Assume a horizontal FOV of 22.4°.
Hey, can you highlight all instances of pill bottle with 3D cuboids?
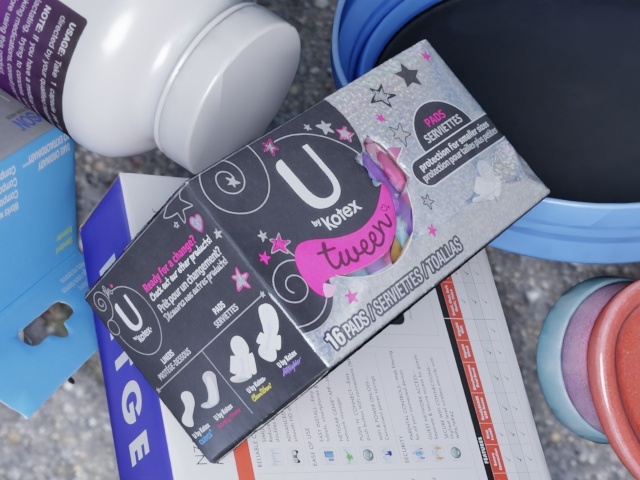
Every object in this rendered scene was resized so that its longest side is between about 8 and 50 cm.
[{"bbox_3d":[-0.177,-0.181,1.165,0.323,0.181,0.181,35,59,18],"label":"pill bottle"}]

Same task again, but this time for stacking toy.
[{"bbox_3d":[0.327,0.110,1.278,0.309,0.130,0.279,-30,98,-23],"label":"stacking toy"}]

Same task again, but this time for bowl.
[{"bbox_3d":[0.202,-0.132,1.263,0.391,0.077,0.391,0,44,0],"label":"bowl"}]

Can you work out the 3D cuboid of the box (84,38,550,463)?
[{"bbox_3d":[0.000,0.000,1.040,0.142,0.163,0.247,51,48,4],"label":"box"}]

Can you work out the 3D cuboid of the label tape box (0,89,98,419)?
[{"bbox_3d":[-0.281,-0.043,1.121,0.333,0.106,0.240,29,22,4],"label":"label tape box"}]

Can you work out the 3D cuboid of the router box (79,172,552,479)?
[{"bbox_3d":[0.006,0.122,1.132,0.301,0.082,0.335,4,59,-30],"label":"router box"}]

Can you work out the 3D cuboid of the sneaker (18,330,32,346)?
[{"bbox_3d":[-0.294,0.051,1.145,0.190,0.083,0.071,13,64,-4],"label":"sneaker"}]
